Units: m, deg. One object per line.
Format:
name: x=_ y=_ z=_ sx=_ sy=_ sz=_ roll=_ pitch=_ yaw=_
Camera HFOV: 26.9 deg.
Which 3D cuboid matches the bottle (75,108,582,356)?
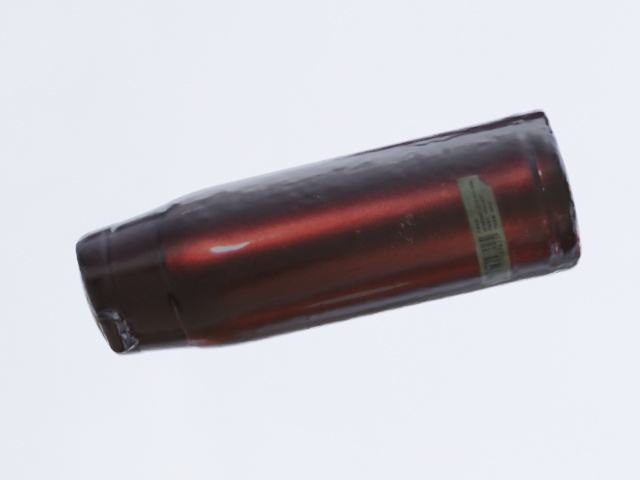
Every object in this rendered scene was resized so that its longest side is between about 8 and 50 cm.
bottle: x=0.000 y=0.000 z=0.450 sx=0.060 sy=0.164 sz=0.060 roll=-13 pitch=90 yaw=-87
